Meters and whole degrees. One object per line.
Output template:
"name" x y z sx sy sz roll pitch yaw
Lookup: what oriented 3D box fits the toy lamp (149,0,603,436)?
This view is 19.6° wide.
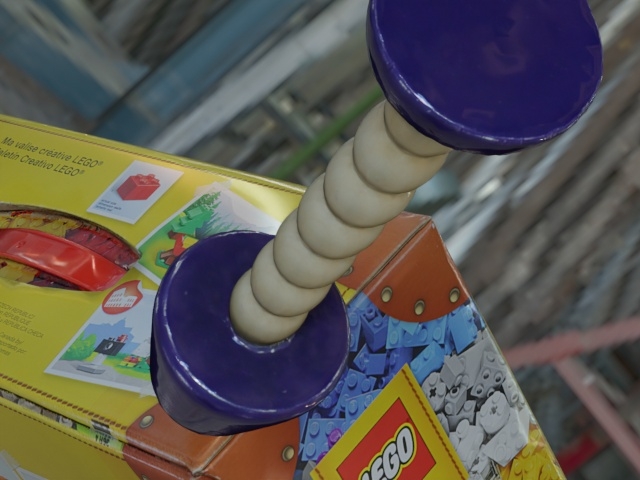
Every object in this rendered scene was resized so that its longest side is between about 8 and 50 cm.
"toy lamp" 0.000 0.000 0.625 0.080 0.080 0.275 51 -30 9

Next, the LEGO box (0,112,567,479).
"LEGO box" -0.092 0.134 1.177 0.500 0.193 0.372 15 -36 46
